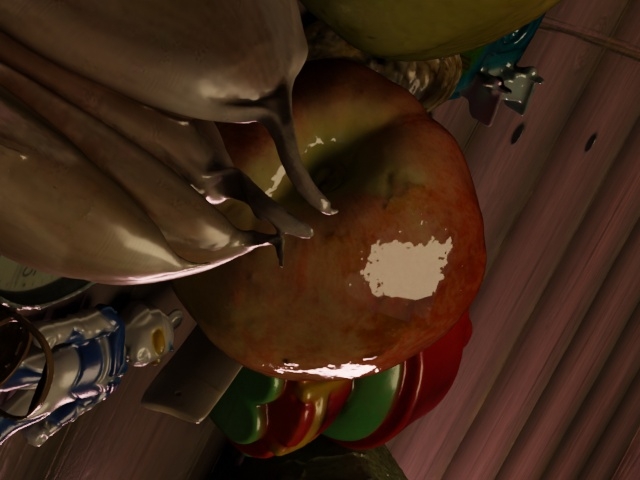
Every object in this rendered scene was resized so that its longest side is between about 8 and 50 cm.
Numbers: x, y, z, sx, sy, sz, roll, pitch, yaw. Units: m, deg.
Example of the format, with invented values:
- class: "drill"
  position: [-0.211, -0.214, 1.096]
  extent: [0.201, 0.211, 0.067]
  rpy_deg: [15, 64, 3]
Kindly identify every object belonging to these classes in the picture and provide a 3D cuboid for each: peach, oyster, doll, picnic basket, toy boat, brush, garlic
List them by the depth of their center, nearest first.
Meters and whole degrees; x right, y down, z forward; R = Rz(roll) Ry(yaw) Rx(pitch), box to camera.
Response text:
- class: "garlic"
  position: [-0.126, -0.097, 0.905]
  extent: [0.210, 0.292, 0.237]
  rpy_deg: [-58, -161, 26]
- class: "picnic basket"
  position: [-0.217, 0.082, 1.130]
  extent: [0.072, 0.083, 0.072]
  rpy_deg: [-44, 154, -28]
- class: "peach"
  position: [0.000, 0.000, 1.209]
  extent: [0.232, 0.232, 0.256]
  rpy_deg: [-48, 164, -20]
- class: "doll"
  position: [-0.184, 0.095, 1.250]
  extent: [0.227, 0.057, 0.114]
  rpy_deg: [-32, 142, -41]
- class: "oyster"
  position: [0.015, -0.107, 1.349]
  extent: [0.294, 0.094, 0.166]
  rpy_deg: [-37, 158, -26]
- class: "brush"
  position: [-0.043, 0.019, 1.356]
  extent: [0.321, 0.060, 0.050]
  rpy_deg: [-55, 147, -36]
- class: "toy boat"
  position: [0.193, -0.253, 1.502]
  extent: [0.134, 0.092, 0.298]
  rpy_deg: [-23, 140, -47]
- class: "doll"
  position: [0.047, 0.104, 1.573]
  extent: [0.363, 0.160, 0.182]
  rpy_deg: [-22, 137, -53]

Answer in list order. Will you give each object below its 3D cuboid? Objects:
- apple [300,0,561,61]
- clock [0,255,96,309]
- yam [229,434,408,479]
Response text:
- class: "apple"
  position: [0.057, -0.253, 1.037]
  extent: [0.254, 0.292, 0.292]
  rpy_deg: [-53, 158, 13]
- class: "clock"
  position: [-0.166, -0.050, 1.117]
  extent: [0.215, 0.042, 0.215]
  rpy_deg: [-44, 154, -28]
- class: "yam"
  position: [-0.020, 0.309, 1.657]
  extent: [0.201, 0.202, 0.271]
  rpy_deg: [22, 107, -39]
